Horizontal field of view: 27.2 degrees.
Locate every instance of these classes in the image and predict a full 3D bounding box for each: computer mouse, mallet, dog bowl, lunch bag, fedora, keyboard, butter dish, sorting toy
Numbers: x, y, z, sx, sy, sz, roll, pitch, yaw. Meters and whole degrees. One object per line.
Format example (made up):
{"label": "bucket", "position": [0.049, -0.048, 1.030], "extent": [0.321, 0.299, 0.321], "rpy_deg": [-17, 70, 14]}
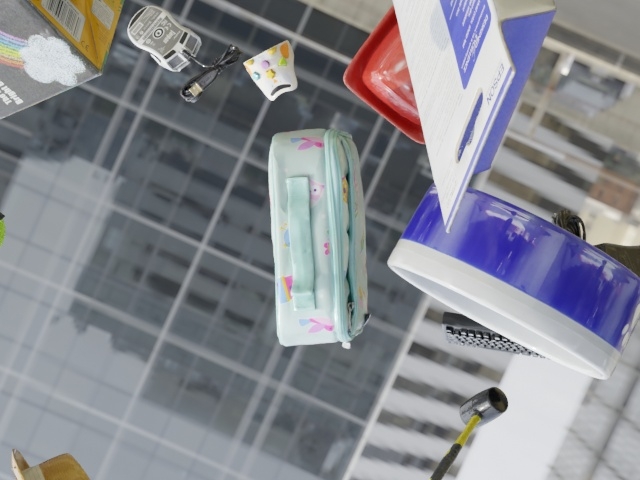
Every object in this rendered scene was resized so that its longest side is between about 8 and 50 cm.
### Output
{"label": "computer mouse", "position": [-0.205, -0.279, 1.925], "extent": [0.193, 0.106, 0.042], "rpy_deg": [40, 179, 32]}
{"label": "mallet", "position": [0.166, 0.254, 1.637], "extent": [0.039, 0.189, 0.062], "rpy_deg": [47, 142, -3]}
{"label": "dog bowl", "position": [0.210, 0.042, 1.413], "extent": [0.265, 0.104, 0.265], "rpy_deg": [28, 176, 2]}
{"label": "lunch bag", "position": [0.000, 0.000, 1.666], "extent": [0.108, 0.279, 0.224], "rpy_deg": [-4, 180, 5]}
{"label": "fedora", "position": [-0.324, 0.336, 1.700], "extent": [0.194, 0.079, 0.194], "rpy_deg": [56, 168, 18]}
{"label": "keyboard", "position": [0.240, 0.120, 1.642], "extent": [0.180, 0.023, 0.108], "rpy_deg": [8, 153, 12]}
{"label": "butter dish", "position": [0.140, -0.230, 1.776], "extent": [0.160, 0.160, 0.118], "rpy_deg": [37, 179, -13]}
{"label": "sorting toy", "position": [-0.075, -0.265, 2.108], "extent": [0.075, 0.083, 0.045], "rpy_deg": [62, -162, -7]}
{"label": "computer mouse", "position": [0.467, 0.060, 2.051], "extent": [0.272, 0.072, 0.188], "rpy_deg": [10, -127, -30]}

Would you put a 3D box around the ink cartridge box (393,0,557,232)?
{"label": "ink cartridge box", "position": [0.127, -0.195, 1.144], "extent": [0.069, 0.176, 0.371], "rpy_deg": [6, -135, -12]}

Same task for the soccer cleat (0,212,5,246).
{"label": "soccer cleat", "position": [-0.323, -0.025, 1.003], "extent": [0.072, 0.060, 0.179], "rpy_deg": [-3, 159, 42]}

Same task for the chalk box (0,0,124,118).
{"label": "chalk box", "position": [-0.427, -0.284, 1.724], "extent": [0.289, 0.179, 0.180], "rpy_deg": [-17, 136, 29]}
